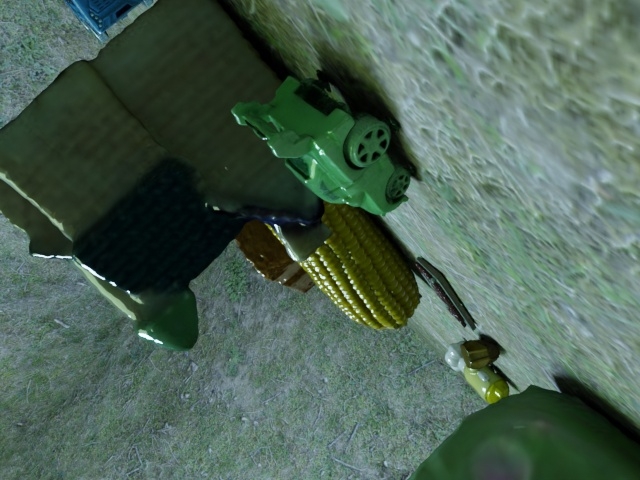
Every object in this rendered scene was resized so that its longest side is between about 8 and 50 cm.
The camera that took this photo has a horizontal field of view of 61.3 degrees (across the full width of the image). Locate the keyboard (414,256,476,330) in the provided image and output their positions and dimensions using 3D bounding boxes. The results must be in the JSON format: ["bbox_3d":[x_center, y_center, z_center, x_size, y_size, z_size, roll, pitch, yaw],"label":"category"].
[{"bbox_3d":[0.184,0.083,0.787,0.055,0.017,0.166,44,177,46],"label":"keyboard"}]

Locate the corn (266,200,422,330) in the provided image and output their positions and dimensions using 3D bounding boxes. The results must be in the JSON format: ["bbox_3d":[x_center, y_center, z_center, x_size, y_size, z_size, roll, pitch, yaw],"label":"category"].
[{"bbox_3d":[0.026,0.008,0.834,0.387,0.144,0.144,45,179,-33],"label":"corn"}]

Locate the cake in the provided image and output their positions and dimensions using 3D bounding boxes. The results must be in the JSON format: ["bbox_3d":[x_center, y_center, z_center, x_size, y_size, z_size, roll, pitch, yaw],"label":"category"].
[{"bbox_3d":[-0.047,-0.028,1.076,0.198,0.196,0.293,47,-176,22],"label":"cake"}]

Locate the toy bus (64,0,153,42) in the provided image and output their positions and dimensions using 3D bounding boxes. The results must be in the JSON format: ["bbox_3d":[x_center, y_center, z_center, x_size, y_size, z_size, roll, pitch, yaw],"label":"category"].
[{"bbox_3d":[-0.383,-0.432,0.912,0.246,0.113,0.134,41,171,50],"label":"toy bus"}]

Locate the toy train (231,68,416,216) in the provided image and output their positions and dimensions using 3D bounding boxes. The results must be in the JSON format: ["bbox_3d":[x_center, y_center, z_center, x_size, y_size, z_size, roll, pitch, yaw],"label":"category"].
[{"bbox_3d":[0.009,-0.070,0.426,0.099,0.081,0.149,44,177,38],"label":"toy train"}]

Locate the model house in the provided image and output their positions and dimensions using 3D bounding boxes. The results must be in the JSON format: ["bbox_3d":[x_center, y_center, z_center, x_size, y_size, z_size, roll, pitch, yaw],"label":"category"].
[{"bbox_3d":[-0.137,-0.058,0.582,0.284,0.298,0.243,46,178,0],"label":"model house"}]

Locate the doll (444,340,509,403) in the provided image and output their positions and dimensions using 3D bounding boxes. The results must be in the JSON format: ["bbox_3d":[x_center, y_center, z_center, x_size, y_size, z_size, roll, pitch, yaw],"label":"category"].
[{"bbox_3d":[0.319,0.268,1.099,0.162,0.062,0.106,44,173,47],"label":"doll"}]

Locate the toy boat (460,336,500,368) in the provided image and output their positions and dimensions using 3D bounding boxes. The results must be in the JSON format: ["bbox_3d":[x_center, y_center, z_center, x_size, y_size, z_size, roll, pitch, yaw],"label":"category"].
[{"bbox_3d":[0.255,0.181,0.866,0.149,0.049,0.047,45,-149,-76],"label":"toy boat"}]

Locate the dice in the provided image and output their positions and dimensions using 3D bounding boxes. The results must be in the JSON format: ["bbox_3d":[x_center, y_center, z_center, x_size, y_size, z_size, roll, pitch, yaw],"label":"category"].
[{"bbox_3d":[0.272,0.381,0.592,0.330,0.318,0.322,47,178,-42],"label":"dice"}]
